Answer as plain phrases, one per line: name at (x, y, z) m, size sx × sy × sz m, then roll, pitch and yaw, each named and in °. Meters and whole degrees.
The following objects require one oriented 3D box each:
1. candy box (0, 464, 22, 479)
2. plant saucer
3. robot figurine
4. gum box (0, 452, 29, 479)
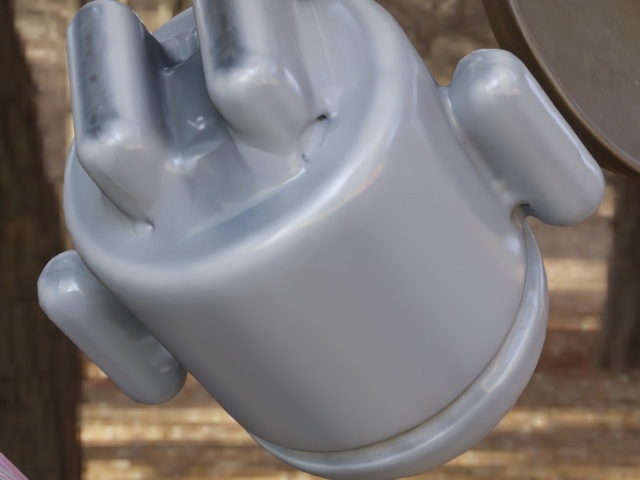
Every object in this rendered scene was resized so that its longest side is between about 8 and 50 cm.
candy box at (-0.257, 0.189, 1.008) m, size 0.165 × 0.196 × 0.070 m, roll 37°, pitch -1°, yaw -6°
plant saucer at (0.201, -0.157, 1.309) m, size 0.041 × 0.278 × 0.278 m, roll -30°, pitch -19°, yaw 38°
robot figurine at (0.000, 0.000, 0.990) m, size 0.300 × 0.199 × 0.353 m, roll -21°, pitch -43°, yaw 15°
gum box at (-0.191, 0.216, 1.255) m, size 0.107 × 0.062 × 0.188 m, roll 32°, pitch -17°, yaw 53°
